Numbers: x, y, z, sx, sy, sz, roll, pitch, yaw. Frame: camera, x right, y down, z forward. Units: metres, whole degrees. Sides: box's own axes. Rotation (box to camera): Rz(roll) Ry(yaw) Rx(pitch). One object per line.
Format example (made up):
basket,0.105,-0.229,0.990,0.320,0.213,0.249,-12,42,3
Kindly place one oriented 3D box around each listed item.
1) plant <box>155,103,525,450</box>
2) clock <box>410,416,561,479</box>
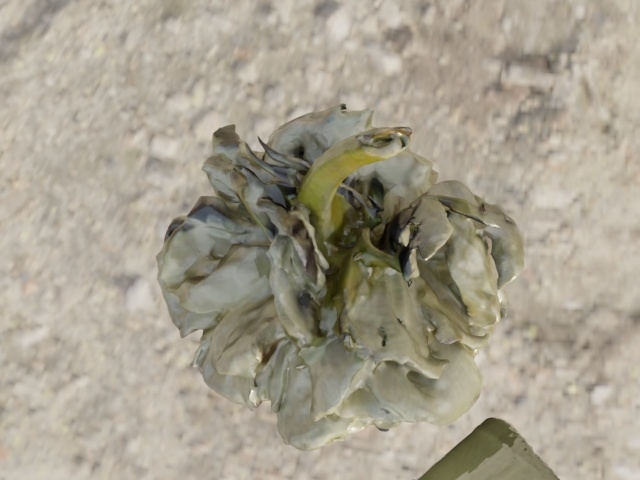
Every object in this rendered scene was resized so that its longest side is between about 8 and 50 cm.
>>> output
plant,0.000,0.000,0.505,0.116,0.104,0.122,16,151,17
clock,0.102,0.138,0.379,0.029,0.235,0.235,-39,113,-4
